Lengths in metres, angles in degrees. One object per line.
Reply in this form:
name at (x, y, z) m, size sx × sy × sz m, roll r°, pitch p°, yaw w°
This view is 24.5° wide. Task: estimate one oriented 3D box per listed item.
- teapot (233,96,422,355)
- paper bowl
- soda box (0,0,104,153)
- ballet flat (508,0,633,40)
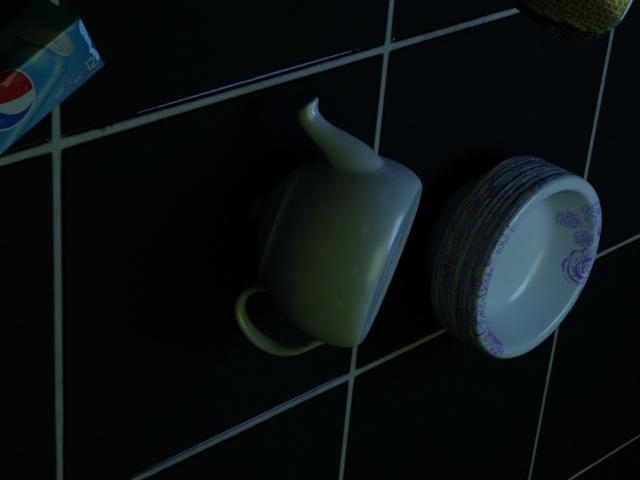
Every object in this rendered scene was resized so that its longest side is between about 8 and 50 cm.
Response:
teapot at (0.000, 0.000, 1.787) m, size 0.252 × 0.187 × 0.256 m, roll 90°, pitch 22°, yaw -71°
paper bowl at (0.263, 0.014, 2.112) m, size 0.284 × 0.148 × 0.284 m, roll -27°, pitch 131°, yaw -35°
soda box at (-0.314, -0.140, 1.420) m, size 0.210 × 0.071 × 0.067 m, roll -45°, pitch 140°, yaw -19°
ballet flat at (0.175, -0.432, 1.515) m, size 0.164 × 0.482 × 0.182 m, roll -25°, pitch 161°, yaw 24°
